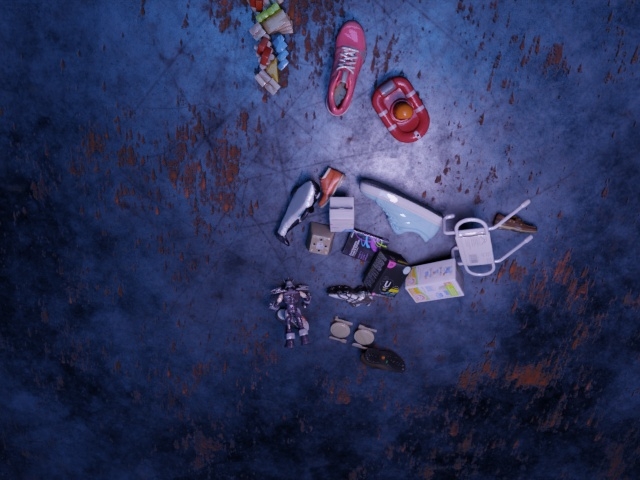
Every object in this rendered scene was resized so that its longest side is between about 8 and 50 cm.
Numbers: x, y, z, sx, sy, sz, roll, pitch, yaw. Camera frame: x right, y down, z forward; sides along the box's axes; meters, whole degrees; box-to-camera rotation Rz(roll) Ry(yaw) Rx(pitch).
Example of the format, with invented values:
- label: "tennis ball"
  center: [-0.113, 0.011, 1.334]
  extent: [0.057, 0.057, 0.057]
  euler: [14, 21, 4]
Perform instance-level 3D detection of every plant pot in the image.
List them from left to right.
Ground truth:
- label: "plant pot"
  center: [0.000, 0.000, 1.772]
  extent: [0.108, 0.096, 0.109]
  euler: [11, 111, -3]

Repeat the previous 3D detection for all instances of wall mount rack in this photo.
- label: "wall mount rack"
  center: [0.624, -0.015, 1.665]
  extent: [0.303, 0.131, 0.350]
  euler: [-7, 140, 23]

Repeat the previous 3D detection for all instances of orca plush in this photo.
- label: "orca plush"
  center: [-0.064, -0.103, 1.732]
  extent: [0.102, 0.151, 0.287]
  euler: [10, 113, -36]

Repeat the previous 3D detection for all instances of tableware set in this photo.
- label: "tableware set"
  center: [0.140, 0.396, 1.962]
  extent: [0.194, 0.039, 0.128]
  euler: [17, 124, 1]

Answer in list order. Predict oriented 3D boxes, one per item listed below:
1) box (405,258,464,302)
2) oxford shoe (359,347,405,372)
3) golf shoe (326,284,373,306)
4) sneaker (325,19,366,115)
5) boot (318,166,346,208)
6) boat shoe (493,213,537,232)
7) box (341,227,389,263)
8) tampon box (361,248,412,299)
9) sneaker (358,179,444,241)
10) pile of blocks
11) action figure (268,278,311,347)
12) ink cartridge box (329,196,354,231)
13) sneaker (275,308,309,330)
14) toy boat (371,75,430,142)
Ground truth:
- label: "box"
  center: [0.449, 0.161, 1.770]
  extent: [0.203, 0.103, 0.114]
  euler: [-14, 134, 30]
- label: "oxford shoe"
  center: [0.276, 0.538, 2.003]
  extent: [0.227, 0.083, 0.096]
  euler: [24, 143, -17]
- label: "golf shoe"
  center: [0.122, 0.240, 1.877]
  extent: [0.198, 0.077, 0.094]
  euler: [2, 113, 2]
- label: "sneaker"
  center: [0.091, -0.571, 1.514]
  extent: [0.115, 0.136, 0.314]
  euler: [10, 112, -3]
- label: "boot"
  center: [0.023, -0.201, 1.714]
  extent: [0.084, 0.059, 0.158]
  euler: [30, 102, -7]
- label: "boat shoe"
  center: [0.759, -0.063, 1.739]
  extent: [0.177, 0.064, 0.060]
  euler: [9, 93, -7]
- label: "box"
  center: [0.180, 0.026, 1.812]
  extent: [0.162, 0.029, 0.116]
  euler: [19, 112, -5]
- label: "tampon box"
  center: [0.263, 0.135, 1.796]
  extent: [0.120, 0.101, 0.161]
  euler: [14, 114, -29]
- label: "sneaker"
  center: [0.290, -0.100, 1.701]
  extent: [0.365, 0.135, 0.150]
  euler: [26, 106, -8]
- label: "pile of blocks"
  center: [-0.165, -0.673, 1.494]
  extent: [0.148, 0.113, 0.363]
  euler: [-6, 112, 4]
- label: "action figure"
  center: [-0.120, 0.296, 1.868]
  extent: [0.185, 0.099, 0.285]
  euler: [-7, 83, -8]
- label: "ink cartridge box"
  center: [0.081, -0.101, 1.692]
  extent: [0.092, 0.143, 0.090]
  euler: [0, 67, 2]
- label: "sneaker"
  center: [-0.124, 0.351, 1.951]
  extent: [0.157, 0.061, 0.065]
  euler: [33, 136, -10]
- label: "toy boat"
  center: [0.284, -0.444, 1.551]
  extent: [0.151, 0.151, 0.231]
  euler: [-34, 107, 15]
